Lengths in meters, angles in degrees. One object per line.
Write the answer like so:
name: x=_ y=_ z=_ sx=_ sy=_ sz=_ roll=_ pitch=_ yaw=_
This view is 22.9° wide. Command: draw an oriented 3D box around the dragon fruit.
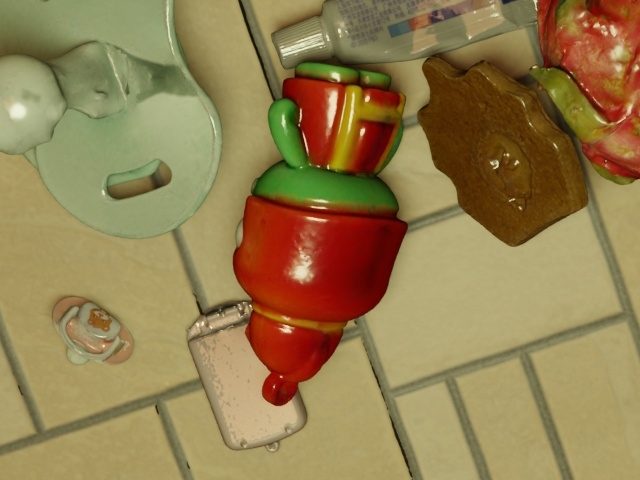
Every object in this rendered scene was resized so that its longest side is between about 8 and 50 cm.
dragon fruit: x=0.328 y=-0.189 z=1.542 sx=0.237 sy=0.231 sz=0.303 roll=-23 pitch=80 yaw=14

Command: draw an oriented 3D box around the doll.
doll: x=-0.001 y=-0.001 z=1.629 sx=0.160 sy=0.182 sz=0.363 roll=23 pitch=103 yaw=37

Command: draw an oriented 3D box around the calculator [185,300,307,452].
calculator: x=-0.080 y=0.152 z=1.732 sx=0.100 sy=0.032 sz=0.175 roll=-18 pitch=97 yaw=9

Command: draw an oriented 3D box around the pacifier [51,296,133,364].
pacifier: x=-0.258 y=0.110 z=1.730 sx=0.099 sy=0.081 sz=0.078 roll=38 pitch=128 yaw=0

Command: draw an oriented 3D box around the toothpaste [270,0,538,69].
toothpaste: x=0.087 y=-0.241 z=1.647 sx=0.282 sy=0.068 sz=0.099 roll=-18 pitch=127 yaw=-1

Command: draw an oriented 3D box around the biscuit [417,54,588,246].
biscuit: x=0.177 y=-0.103 z=1.615 sx=0.034 sy=0.182 sz=0.215 roll=-35 pitch=89 yaw=-34

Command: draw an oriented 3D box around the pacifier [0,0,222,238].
pacifier: x=-0.263 y=-0.151 z=1.596 sx=0.288 sy=0.269 sz=0.343 roll=-18 pitch=93 yaw=33
